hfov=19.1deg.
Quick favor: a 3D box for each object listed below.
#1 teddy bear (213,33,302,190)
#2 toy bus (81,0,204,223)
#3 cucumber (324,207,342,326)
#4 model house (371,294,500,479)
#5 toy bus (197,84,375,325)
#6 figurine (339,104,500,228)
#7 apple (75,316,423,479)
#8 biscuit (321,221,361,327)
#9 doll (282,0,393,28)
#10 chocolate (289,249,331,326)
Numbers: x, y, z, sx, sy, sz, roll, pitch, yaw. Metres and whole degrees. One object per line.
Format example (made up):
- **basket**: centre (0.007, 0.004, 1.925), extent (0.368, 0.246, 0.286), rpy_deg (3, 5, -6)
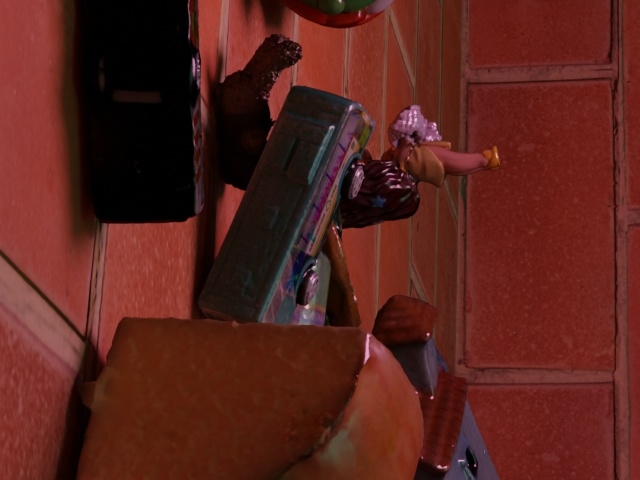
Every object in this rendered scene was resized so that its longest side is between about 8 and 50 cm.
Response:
- **teddy bear**: centre (-0.072, -0.130, 1.895), extent (0.119, 0.078, 0.160), rpy_deg (-136, -121, -74)
- **toy bus**: centre (-0.140, -0.218, 1.483), extent (0.092, 0.093, 0.409), rpy_deg (-44, 133, -86)
- **cucumber**: centre (-0.007, 0.043, 2.235), extent (0.069, 0.069, 0.227), rpy_deg (-31, 122, -78)
- **model house**: centre (0.060, 0.237, 2.152), extent (0.295, 0.251, 0.329), rpy_deg (-69, 149, -61)
- **toy bus**: centre (-0.031, -0.026, 1.851), extent (0.109, 0.091, 0.262), rpy_deg (58, 52, -68)
- **figurine**: centre (0.099, -0.087, 2.349), extent (0.175, 0.240, 0.116), rpy_deg (39, 31, -79)
- **apple**: centre (-0.071, 0.208, 1.530), extent (0.252, 0.314, 0.309), rpy_deg (43, -22, 38)
- **biscuit**: centre (-0.005, 0.003, 2.086), extent (0.260, 0.041, 0.203), rpy_deg (-116, -174, -47)
- **doll**: centre (0.018, -0.330, 2.146), extent (0.363, 0.160, 0.183), rpy_deg (3, 87, -82)
- **chocolate**: centre (-0.050, 0.148, 1.907), extent (0.110, 0.110, 0.291), rpy_deg (59, 34, -69)
